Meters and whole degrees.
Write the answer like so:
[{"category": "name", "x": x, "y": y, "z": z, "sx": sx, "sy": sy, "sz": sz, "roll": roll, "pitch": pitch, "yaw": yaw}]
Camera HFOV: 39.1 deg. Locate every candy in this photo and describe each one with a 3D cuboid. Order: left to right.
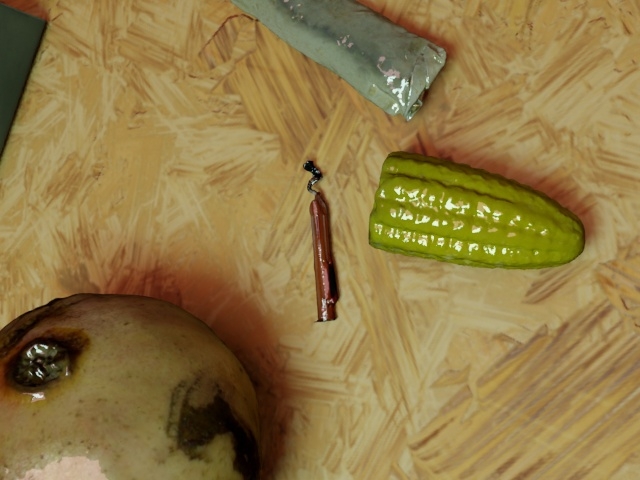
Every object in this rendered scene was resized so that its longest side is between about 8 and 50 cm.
[{"category": "candy", "x": 0.144, "y": -0.021, "z": 0.833, "sx": 0.199, "sy": 0.106, "sz": 0.094, "roll": 12, "pitch": 108, "yaw": 16}]

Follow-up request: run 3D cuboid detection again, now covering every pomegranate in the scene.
[{"category": "pomegranate", "x": -0.202, "y": 0.199, "z": 0.838, "sx": 0.322, "sy": 0.322, "sz": 0.321, "roll": -2, "pitch": 86, "yaw": 21}]

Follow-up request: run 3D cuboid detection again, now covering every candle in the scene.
[{"category": "candle", "x": 0.001, "y": 0.000, "z": 0.929, "sx": 0.026, "sy": 0.021, "sz": 0.167, "roll": -9, "pitch": 84, "yaw": 41}]

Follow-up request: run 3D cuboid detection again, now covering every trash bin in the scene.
[{"category": "trash bin", "x": -0.440, "y": -0.172, "z": 1.036, "sx": 0.122, "sy": 0.164, "sz": 0.240, "roll": 20, "pitch": 94, "yaw": 21}]

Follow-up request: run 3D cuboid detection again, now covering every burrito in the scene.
[{"category": "burrito", "x": 0.003, "y": -0.219, "z": 0.924, "sx": 0.275, "sy": 0.059, "sz": 0.082, "roll": 34, "pitch": 92, "yaw": 20}]
